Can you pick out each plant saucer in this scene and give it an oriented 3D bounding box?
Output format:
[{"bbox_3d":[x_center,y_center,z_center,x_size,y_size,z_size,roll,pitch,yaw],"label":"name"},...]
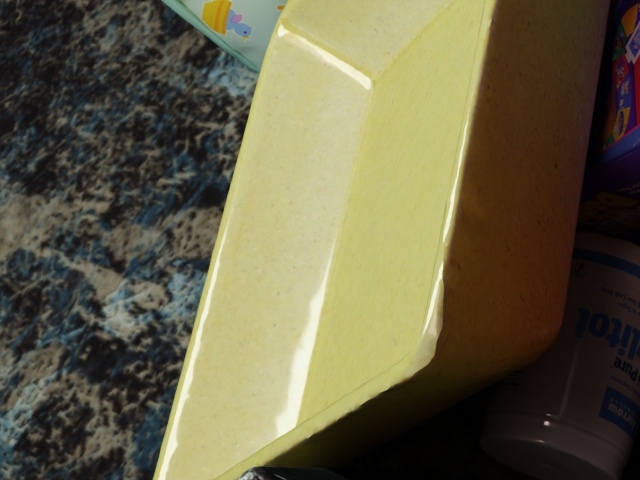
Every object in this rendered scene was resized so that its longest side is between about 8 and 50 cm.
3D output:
[{"bbox_3d":[0.037,-0.034,0.739,0.333,0.081,0.333,139,148,-59],"label":"plant saucer"}]

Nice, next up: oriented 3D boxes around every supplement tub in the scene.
[{"bbox_3d":[0.122,0.056,0.735,0.071,0.071,0.107,2,65,40],"label":"supplement tub"}]

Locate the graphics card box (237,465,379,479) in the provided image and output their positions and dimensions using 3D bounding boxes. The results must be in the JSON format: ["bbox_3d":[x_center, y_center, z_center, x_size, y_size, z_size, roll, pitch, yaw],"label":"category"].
[{"bbox_3d":[-0.032,0.198,0.575,0.094,0.371,0.233,36,86,11],"label":"graphics card box"}]

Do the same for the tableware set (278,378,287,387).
[{"bbox_3d":[0.000,0.000,0.896,0.128,0.039,0.194,9,69,43],"label":"tableware set"}]

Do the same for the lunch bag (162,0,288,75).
[{"bbox_3d":[-0.020,-0.247,0.946,0.262,0.223,0.160,-46,38,8],"label":"lunch bag"}]

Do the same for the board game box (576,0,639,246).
[{"bbox_3d":[0.179,-0.181,0.731,0.233,0.078,0.347,150,133,-65],"label":"board game box"}]
